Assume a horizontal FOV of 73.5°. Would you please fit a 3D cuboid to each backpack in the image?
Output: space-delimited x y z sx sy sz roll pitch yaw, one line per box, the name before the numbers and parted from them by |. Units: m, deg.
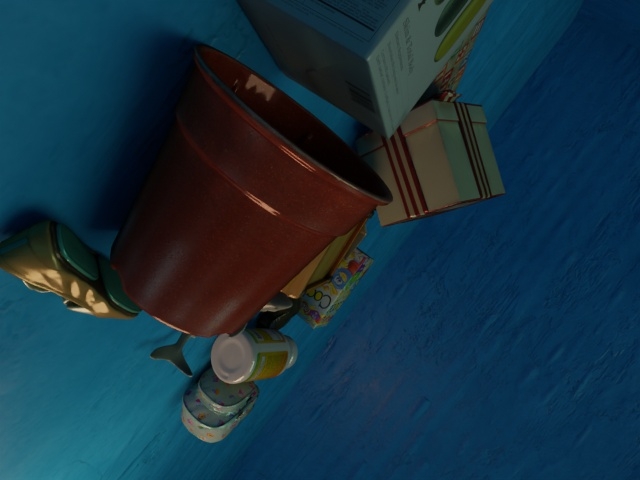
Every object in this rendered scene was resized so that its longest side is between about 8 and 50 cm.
backpack | -0.275 0.428 1.150 0.188 0.166 0.144 -41 159 -44

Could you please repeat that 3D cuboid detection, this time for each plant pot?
plant pot | -0.101 -0.040 0.533 0.265 0.272 0.272 -50 165 19
plant pot | 0.062 -0.020 1.248 0.109 0.096 0.109 -51 164 -7

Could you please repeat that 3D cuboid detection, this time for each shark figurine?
shark figurine | -0.219 0.137 0.883 0.279 0.166 0.116 -29 131 -16

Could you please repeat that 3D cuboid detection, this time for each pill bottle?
pill bottle | -0.166 0.308 1.166 0.136 0.136 0.246 -55 151 7

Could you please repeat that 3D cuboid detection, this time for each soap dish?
soap dish | 0.000 0.000 1.057 0.290 0.118 0.229 -60 162 19

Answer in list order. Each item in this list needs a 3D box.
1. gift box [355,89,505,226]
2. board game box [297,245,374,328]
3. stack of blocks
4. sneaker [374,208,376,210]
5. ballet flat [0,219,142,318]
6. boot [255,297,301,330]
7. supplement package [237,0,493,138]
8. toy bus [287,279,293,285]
gift box | 0.247 -0.190 0.989 0.255 0.257 0.277 -18 174 42
board game box | 0.026 0.127 1.370 0.275 0.144 0.142 -54 163 4
stack of blocks | 0.276 -0.416 1.020 0.171 0.087 0.297 -46 162 -21
sneaker | 0.171 -0.163 1.251 0.276 0.098 0.135 -42 167 -41
ballet flat | -0.294 0.047 0.519 0.073 0.080 0.232 -20 153 -9
boot | -0.125 0.216 1.264 0.106 0.082 0.219 -41 162 -42
supplement package | 0.072 -0.308 0.507 0.262 0.198 0.199 -53 163 1
toy bus | -0.055 -0.050 0.855 0.130 0.108 0.332 -20 144 -60
